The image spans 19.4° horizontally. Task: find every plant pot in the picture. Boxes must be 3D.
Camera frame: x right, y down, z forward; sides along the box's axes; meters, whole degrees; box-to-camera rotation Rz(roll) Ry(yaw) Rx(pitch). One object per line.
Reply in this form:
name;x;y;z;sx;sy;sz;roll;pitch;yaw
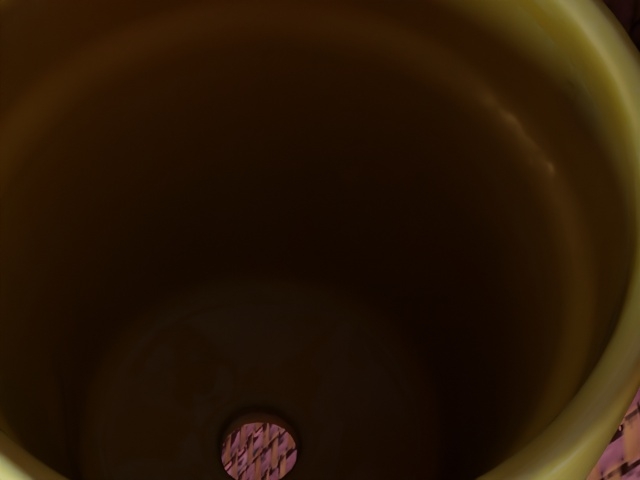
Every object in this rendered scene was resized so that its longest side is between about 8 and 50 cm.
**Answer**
plant pot;-0.018;0.035;0.672;0.239;0.254;0.254;95;174;-61
